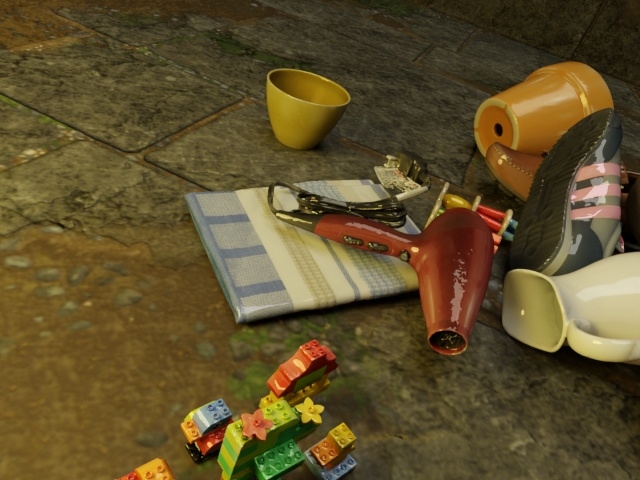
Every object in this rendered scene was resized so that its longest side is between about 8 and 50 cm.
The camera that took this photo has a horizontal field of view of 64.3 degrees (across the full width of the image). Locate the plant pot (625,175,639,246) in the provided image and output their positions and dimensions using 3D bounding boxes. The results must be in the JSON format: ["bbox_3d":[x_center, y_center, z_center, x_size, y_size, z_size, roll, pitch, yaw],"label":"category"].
[{"bbox_3d":[0.578,0.036,0.679,0.257,0.256,0.273,17,50,-2],"label":"plant pot"}]

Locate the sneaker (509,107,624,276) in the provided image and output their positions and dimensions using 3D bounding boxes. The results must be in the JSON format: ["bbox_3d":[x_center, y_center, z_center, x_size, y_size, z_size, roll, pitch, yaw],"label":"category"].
[{"bbox_3d":[0.372,-0.046,0.716,0.131,0.112,0.318,37,66,-11],"label":"sneaker"}]

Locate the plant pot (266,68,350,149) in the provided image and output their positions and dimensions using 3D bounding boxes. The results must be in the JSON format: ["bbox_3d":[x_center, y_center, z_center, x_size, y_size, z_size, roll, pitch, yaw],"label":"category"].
[{"bbox_3d":[-0.030,-0.204,0.821,0.135,0.095,0.134,13,35,-9],"label":"plant pot"}]

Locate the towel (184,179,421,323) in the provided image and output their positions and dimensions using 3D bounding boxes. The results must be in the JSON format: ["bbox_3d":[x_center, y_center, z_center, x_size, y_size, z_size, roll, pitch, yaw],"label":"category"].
[{"bbox_3d":[0.000,0.000,0.614,0.285,0.034,0.209,-7,45,-30],"label":"towel"}]

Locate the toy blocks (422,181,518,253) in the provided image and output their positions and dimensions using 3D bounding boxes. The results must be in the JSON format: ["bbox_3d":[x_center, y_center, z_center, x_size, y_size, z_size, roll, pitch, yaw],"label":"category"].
[{"bbox_3d":[0.230,-0.018,0.724,0.148,0.054,0.123,25,35,9],"label":"toy blocks"}]

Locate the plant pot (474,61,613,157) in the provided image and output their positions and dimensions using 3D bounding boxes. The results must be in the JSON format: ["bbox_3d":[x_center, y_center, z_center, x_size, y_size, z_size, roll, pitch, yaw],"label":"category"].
[{"bbox_3d":[0.417,-0.230,0.997,0.188,0.205,0.205,-16,46,-18],"label":"plant pot"}]

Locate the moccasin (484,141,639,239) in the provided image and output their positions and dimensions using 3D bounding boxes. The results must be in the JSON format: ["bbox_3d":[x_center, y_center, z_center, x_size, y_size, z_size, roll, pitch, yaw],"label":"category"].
[{"bbox_3d":[0.466,-0.099,0.862,0.381,0.146,0.139,19,35,0],"label":"moccasin"}]

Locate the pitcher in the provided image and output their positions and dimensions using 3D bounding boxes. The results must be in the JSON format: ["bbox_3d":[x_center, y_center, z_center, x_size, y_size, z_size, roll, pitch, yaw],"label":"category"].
[{"bbox_3d":[0.327,0.081,0.537,0.207,0.125,0.177,-1,14,-7],"label":"pitcher"}]

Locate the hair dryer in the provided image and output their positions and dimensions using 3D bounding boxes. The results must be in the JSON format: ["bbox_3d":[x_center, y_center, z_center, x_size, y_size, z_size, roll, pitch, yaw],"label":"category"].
[{"bbox_3d":[0.084,0.010,0.574,0.224,0.080,0.293,-18,44,-17],"label":"hair dryer"}]

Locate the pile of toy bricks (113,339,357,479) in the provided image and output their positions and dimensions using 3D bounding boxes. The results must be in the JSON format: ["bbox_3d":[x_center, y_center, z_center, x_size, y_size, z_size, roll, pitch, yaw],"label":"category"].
[{"bbox_3d":[-0.045,0.142,0.334,0.212,0.105,0.118,-17,48,-40],"label":"pile of toy bricks"}]
